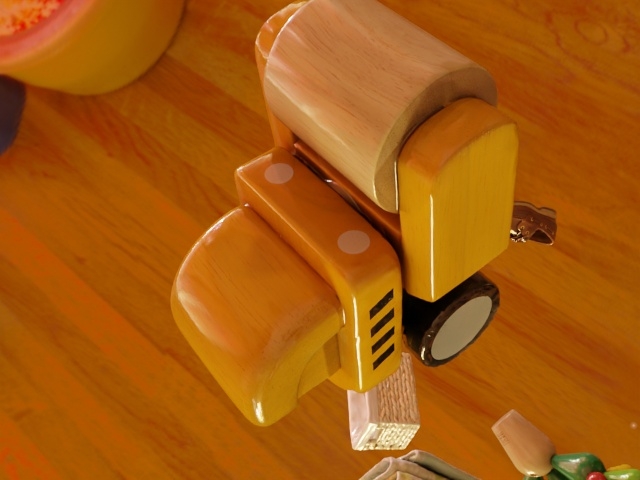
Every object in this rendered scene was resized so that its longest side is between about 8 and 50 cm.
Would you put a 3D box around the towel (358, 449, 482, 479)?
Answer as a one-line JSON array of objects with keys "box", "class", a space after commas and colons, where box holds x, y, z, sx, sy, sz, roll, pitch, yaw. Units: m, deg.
[{"box": [0.151, 0.463, 1.102, 0.320, 0.375, 0.090, -47, 24, 25], "class": "towel"}]

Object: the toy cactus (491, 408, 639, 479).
[{"box": [0.255, 0.273, 0.848, 0.112, 0.219, 0.180, -36, 75, -24], "class": "toy cactus"}]

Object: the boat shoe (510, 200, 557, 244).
[{"box": [0.338, -0.027, 1.300, 0.064, 0.178, 0.060, -26, 63, 49], "class": "boat shoe"}]

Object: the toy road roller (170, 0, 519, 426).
[{"box": [0.000, 0.000, 0.613, 0.241, 0.329, 0.202, -33, 54, -20], "class": "toy road roller"}]

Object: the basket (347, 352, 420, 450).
[{"box": [0.114, 0.290, 1.418, 0.103, 0.113, 0.167, 7, 48, -12], "class": "basket"}]
